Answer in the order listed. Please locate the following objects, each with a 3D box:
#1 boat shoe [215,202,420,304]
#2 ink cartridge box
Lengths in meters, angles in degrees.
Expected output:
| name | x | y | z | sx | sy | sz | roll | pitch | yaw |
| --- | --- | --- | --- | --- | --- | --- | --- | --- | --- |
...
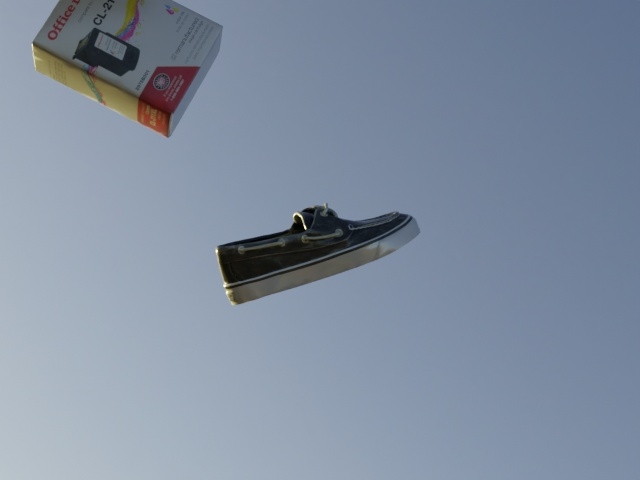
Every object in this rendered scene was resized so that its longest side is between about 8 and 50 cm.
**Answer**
| name | x | y | z | sx | sy | sz | roll | pitch | yaw |
| --- | --- | --- | --- | --- | --- | --- | --- | --- | --- |
| boat shoe | 0.000 | 0.000 | 1.270 | 0.078 | 0.219 | 0.070 | -1 | -74 | 68 |
| ink cartridge box | -0.216 | -0.216 | 1.395 | 0.175 | 0.127 | 0.072 | 27 | -19 | 0 |
